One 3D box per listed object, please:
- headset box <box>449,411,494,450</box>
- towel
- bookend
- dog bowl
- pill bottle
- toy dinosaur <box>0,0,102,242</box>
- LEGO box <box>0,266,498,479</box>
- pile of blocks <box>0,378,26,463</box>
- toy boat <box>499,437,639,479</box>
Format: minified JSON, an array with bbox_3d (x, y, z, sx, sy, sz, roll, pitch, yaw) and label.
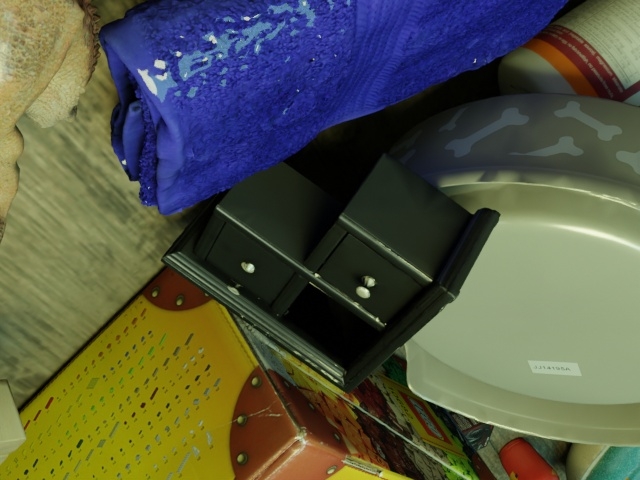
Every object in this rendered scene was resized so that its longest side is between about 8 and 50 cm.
[{"bbox_3d":[0.160,0.229,1.102,0.083,0.032,0.062,-18,140,-24],"label":"headset box"},{"bbox_3d":[0.032,-0.115,0.512,0.308,0.076,0.227,-29,179,-13],"label":"towel"},{"bbox_3d":[0.000,0.000,0.585,0.072,0.156,0.157,-55,-178,-36],"label":"bookend"},{"bbox_3d":[0.175,0.031,0.696,0.348,0.349,0.102,70,33,-52],"label":"dog bowl"},{"bbox_3d":[0.255,-0.145,0.702,0.221,0.121,0.121,-33,143,-3],"label":"pill bottle"},{"bbox_3d":[-0.175,-0.114,0.408,0.200,0.127,0.296,-54,146,11],"label":"toy dinosaur"},{"bbox_3d":[-0.132,0.290,0.805,0.500,0.193,0.372,-43,142,9],"label":"LEGO box"},{"bbox_3d":[-0.363,0.147,0.554,0.362,0.112,0.149,-20,155,-14],"label":"pile of blocks"},{"bbox_3d":[0.396,0.309,1.274,0.318,0.148,0.267,-10,136,-31],"label":"toy boat"}]
